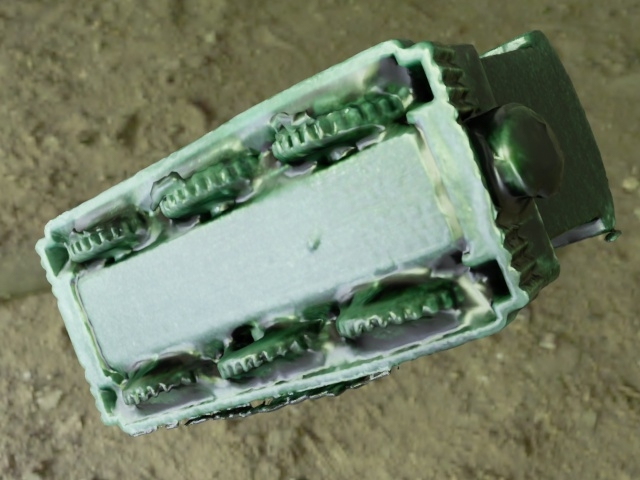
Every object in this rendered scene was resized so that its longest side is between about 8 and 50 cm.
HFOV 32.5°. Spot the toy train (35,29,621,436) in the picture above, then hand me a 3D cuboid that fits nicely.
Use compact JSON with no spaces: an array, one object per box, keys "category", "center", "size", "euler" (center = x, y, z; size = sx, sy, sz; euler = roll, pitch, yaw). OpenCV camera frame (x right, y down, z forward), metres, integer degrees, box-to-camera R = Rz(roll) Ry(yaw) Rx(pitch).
[{"category":"toy train","center":[0.000,0.000,0.583],"size":[0.330,0.138,0.178],"euler":[-21,0,42]}]
